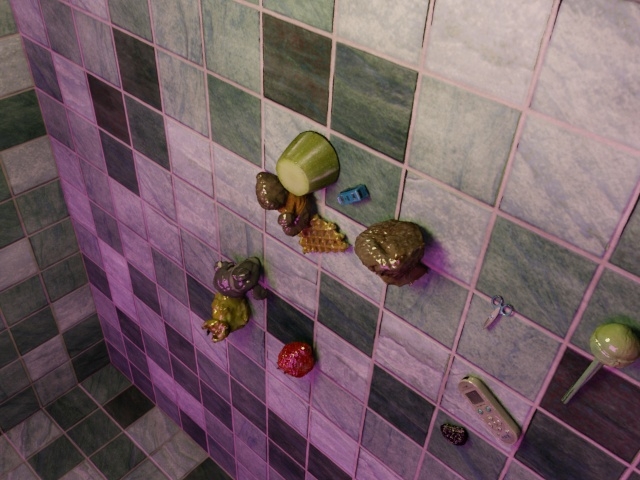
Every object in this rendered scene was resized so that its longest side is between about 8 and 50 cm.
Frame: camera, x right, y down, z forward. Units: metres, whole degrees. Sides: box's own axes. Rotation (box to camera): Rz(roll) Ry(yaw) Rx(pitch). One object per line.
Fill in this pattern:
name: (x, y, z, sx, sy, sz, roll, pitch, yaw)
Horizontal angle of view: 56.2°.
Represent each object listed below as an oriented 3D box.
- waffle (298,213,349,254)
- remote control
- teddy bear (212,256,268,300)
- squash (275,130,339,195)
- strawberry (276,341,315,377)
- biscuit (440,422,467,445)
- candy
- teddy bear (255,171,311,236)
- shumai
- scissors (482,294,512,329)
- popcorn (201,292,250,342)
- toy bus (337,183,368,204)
waffle: (0.000, 0.000, 1.805, 0.161, 0.046, 0.192, 49, 144, 9)
remote control: (0.466, 0.465, 1.649, 0.221, 0.042, 0.078, 52, 144, 6)
teddy bear: (-0.265, 0.137, 2.142, 0.251, 0.144, 0.171, -8, 132, 51)
squash: (-0.042, -0.201, 1.643, 0.170, 0.123, 0.170, 28, 140, 26)
strawberry: (-0.084, 0.432, 2.168, 0.131, 0.131, 0.148, 56, 151, -1)
biscuit: (0.405, 0.585, 1.819, 0.087, 0.027, 0.089, 43, 142, 15)
candy: (0.610, 0.293, 1.345, 0.336, 0.093, 0.092, 94, 173, -51)
teddy bear: (-0.111, -0.123, 1.724, 0.140, 0.190, 0.177, -38, 56, 22)
shumai: (0.191, 0.053, 1.549, 0.206, 0.166, 0.176, 41, 158, 60)
scissors: (0.432, 0.185, 1.492, 0.058, 0.014, 0.119, 45, 139, 21)
popcorn: (-0.364, 0.285, 2.304, 0.173, 0.195, 0.168, 10, 126, 36)
toy bus: (0.086, -0.122, 1.615, 0.083, 0.046, 0.038, -11, 109, 50)
